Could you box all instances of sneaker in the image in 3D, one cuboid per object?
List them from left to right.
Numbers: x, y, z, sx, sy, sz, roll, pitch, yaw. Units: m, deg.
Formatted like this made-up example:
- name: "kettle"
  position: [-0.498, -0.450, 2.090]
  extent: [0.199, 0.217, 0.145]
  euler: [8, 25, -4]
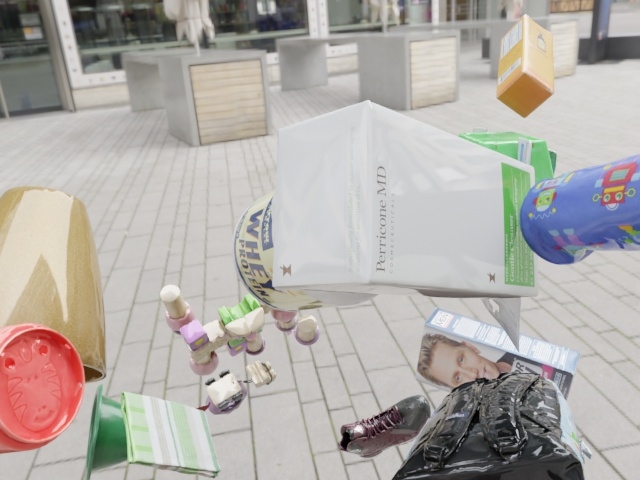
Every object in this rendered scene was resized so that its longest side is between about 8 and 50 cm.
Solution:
- name: "sneaker"
  position: [0.158, 0.508, 1.564]
  extent: [0.162, 0.281, 0.106]
  euler: [21, 33, -42]

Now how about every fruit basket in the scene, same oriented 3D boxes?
- name: "fruit basket"
  position: [0.335, -0.024, 1.069]
  extent: [0.165, 0.353, 0.327]
  euler: [-8, 14, 3]

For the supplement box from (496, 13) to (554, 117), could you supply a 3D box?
- name: "supplement box"
  position: [0.400, -0.344, 1.130]
  extent: [0.078, 0.080, 0.233]
  euler: [31, 49, -12]

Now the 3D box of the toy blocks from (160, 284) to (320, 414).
- name: "toy blocks"
  position: [-0.164, 0.221, 1.294]
  extent: [0.289, 0.260, 0.309]
  euler: [-27, 60, -18]

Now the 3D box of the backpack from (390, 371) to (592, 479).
- name: "backpack"
  position: [0.313, 0.359, 1.005]
  extent: [0.290, 0.273, 0.355]
  euler: [-21, 14, 22]

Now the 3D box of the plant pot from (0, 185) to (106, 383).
- name: "plant pot"
  position: [-0.412, 0.060, 0.822]
  extent: [0.237, 0.254, 0.237]
  euler: [0, -22, 0]

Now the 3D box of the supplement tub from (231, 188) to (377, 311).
- name: "supplement tub"
  position: [0.000, 0.000, 1.003]
  extent: [0.235, 0.235, 0.325]
  euler: [-16, -2, -27]

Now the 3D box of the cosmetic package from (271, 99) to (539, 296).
- name: "cosmetic package"
  position: [0.123, -0.026, 0.740]
  extent: [0.155, 0.197, 0.365]
  euler: [-6, -9, 44]

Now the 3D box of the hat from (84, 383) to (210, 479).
- name: "hat"
  position: [-0.322, 0.355, 1.059]
  extent: [0.184, 0.173, 0.208]
  euler: [8, -5, -22]

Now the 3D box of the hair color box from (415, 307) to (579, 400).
- name: "hair color box"
  position: [0.416, 0.304, 1.393]
  extent: [0.347, 0.174, 0.105]
  euler: [16, 27, 25]

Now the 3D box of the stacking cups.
- name: "stacking cups"
  position: [-0.280, 0.110, 0.350]
  extent: [0.316, 0.096, 0.096]
  euler: [-9, 18, 22]

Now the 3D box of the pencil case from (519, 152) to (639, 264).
- name: "pencil case"
  position: [0.374, -0.038, 0.648]
  extent: [0.133, 0.119, 0.306]
  euler: [27, -15, -19]

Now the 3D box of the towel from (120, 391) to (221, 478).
- name: "towel"
  position: [-0.213, 0.276, 0.816]
  extent: [0.023, 0.152, 0.113]
  euler: [-43, 45, 14]
